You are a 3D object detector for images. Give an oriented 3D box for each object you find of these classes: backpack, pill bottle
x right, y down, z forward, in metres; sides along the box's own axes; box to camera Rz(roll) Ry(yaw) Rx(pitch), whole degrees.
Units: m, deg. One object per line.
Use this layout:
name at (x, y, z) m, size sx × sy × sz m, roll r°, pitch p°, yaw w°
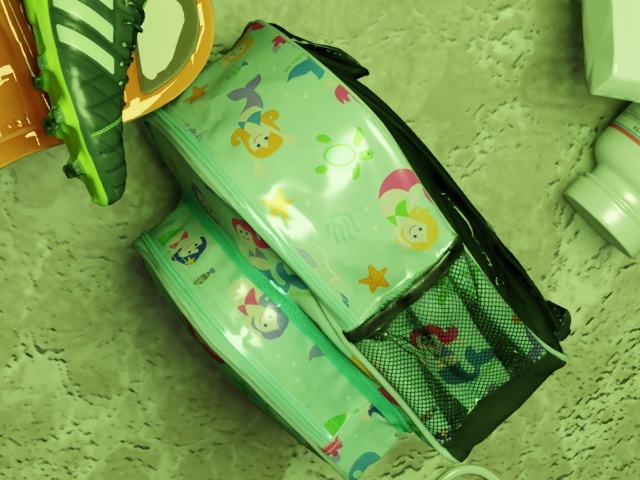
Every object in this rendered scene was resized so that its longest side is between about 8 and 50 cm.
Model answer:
backpack at (0.000, 0.000, 0.883) m, size 0.191 × 0.225 × 0.253 m, roll -37°, pitch 119°, yaw -5°
pill bottle at (0.245, -0.066, 1.005) m, size 0.160 × 0.087 × 0.087 m, roll -46°, pitch 114°, yaw 3°

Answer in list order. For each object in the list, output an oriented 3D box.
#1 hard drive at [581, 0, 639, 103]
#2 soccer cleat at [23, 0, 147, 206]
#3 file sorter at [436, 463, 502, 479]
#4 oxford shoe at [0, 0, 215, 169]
hard drive at (0.312, -0.166, 0.959) m, size 0.308 × 0.040 × 0.203 m, roll 8°, pitch 69°, yaw -18°
soccer cleat at (-0.117, -0.108, 0.767) m, size 0.072 × 0.060 × 0.178 m, roll -15°, pitch 95°, yaw -18°
file sorter at (0.145, 0.307, 1.001) m, size 0.193 × 0.277 × 0.173 m, roll 41°, pitch 92°, yaw -24°
oxford shoe at (-0.241, -0.070, 0.832) m, size 0.364 × 0.133 × 0.130 m, roll -17°, pitch 99°, yaw -15°
